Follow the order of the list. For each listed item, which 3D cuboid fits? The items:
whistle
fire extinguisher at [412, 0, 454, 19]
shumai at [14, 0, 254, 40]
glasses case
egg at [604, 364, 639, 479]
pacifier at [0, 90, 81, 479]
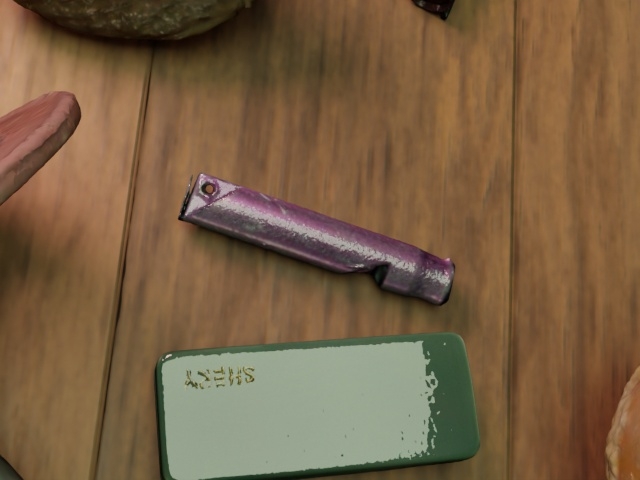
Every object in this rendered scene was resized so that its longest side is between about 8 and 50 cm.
[{"bbox_3d":[0.000,0.000,0.627,0.177,0.033,0.033,19,71,-4],"label":"whistle"},{"bbox_3d":[0.105,-0.221,0.711,0.056,0.039,0.132,43,66,-31],"label":"fire extinguisher"},{"bbox_3d":[-0.104,-0.227,0.632,0.210,0.161,0.153,-17,44,15],"label":"shumai"},{"bbox_3d":[-0.003,0.099,0.592,0.184,0.039,0.077,-3,74,-12],"label":"glasses case"},{"bbox_3d":[0.265,0.145,0.552,0.195,0.195,0.233,-38,96,-19],"label":"egg"},{"bbox_3d":[-0.239,0.046,0.479,0.332,0.273,0.220,-40,57,-17],"label":"pacifier"}]
